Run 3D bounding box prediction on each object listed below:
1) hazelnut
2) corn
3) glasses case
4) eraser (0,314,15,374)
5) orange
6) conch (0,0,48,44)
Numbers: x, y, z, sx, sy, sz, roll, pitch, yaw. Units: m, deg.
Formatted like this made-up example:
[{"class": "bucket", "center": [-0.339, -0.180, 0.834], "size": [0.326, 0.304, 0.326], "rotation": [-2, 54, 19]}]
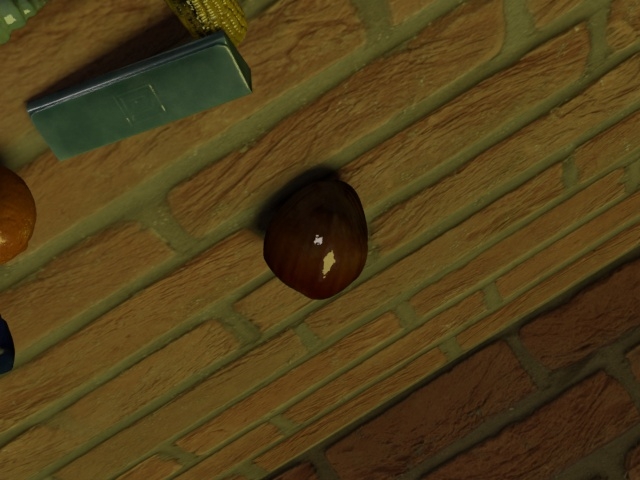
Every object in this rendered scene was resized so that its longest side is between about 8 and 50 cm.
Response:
[{"class": "hazelnut", "center": [-0.009, -0.004, 1.863], "size": [0.186, 0.210, 0.210], "rotation": [-17, 162, 26]}, {"class": "corn", "center": [-0.146, -0.291, 1.291], "size": [0.072, 0.072, 0.203], "rotation": [-33, 155, 4]}, {"class": "glasses case", "center": [-0.221, -0.174, 1.352], "size": [0.266, 0.056, 0.105], "rotation": [-19, 157, 10]}, {"class": "eraser", "center": [-0.607, 0.158, 1.499], "size": [0.332, 0.155, 0.101], "rotation": [-18, 154, -29]}, {"class": "orange", "center": [-0.425, -0.027, 1.378], "size": [0.135, 0.135, 0.117], "rotation": [-30, 143, -4]}, {"class": "conch", "center": [-0.372, -0.236, 1.158], "size": [0.180, 0.088, 0.065], "rotation": [-18, 109, -14]}]
